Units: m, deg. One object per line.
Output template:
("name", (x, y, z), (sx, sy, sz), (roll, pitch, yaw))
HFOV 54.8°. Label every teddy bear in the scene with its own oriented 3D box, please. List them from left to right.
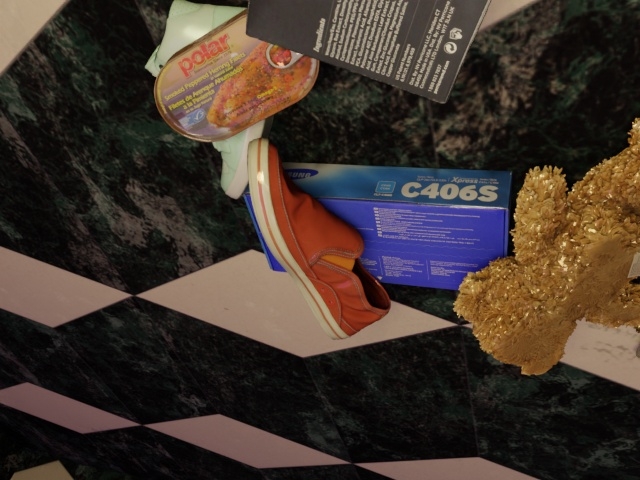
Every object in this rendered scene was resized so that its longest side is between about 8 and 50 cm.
("teddy bear", (0.312, 0.004, 0.715), (0.245, 0.113, 0.337), (14, 121, -19))

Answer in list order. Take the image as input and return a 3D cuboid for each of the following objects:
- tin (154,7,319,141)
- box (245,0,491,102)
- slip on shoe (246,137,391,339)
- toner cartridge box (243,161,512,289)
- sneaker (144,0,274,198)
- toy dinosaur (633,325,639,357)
("tin", (-0.090, -0.178, 0.662), (0.190, 0.040, 0.106), (-23, 129, 20))
("box", (0.047, -0.204, 0.461), (0.158, 0.156, 0.093), (19, 141, 3))
("slip on shoe", (0.000, 0.000, 0.781), (0.101, 0.123, 0.331), (-21, 128, 12))
("toner cartridge box", (0.082, -0.020, 0.856), (0.348, 0.075, 0.165), (5, 137, 19))
("sneaker", (-0.135, -0.172, 0.759), (0.151, 0.094, 0.255), (15, 131, -1))
("toy dinosaur", (0.501, 0.106, 0.842), (0.112, 0.064, 0.211), (11, 153, -17))
